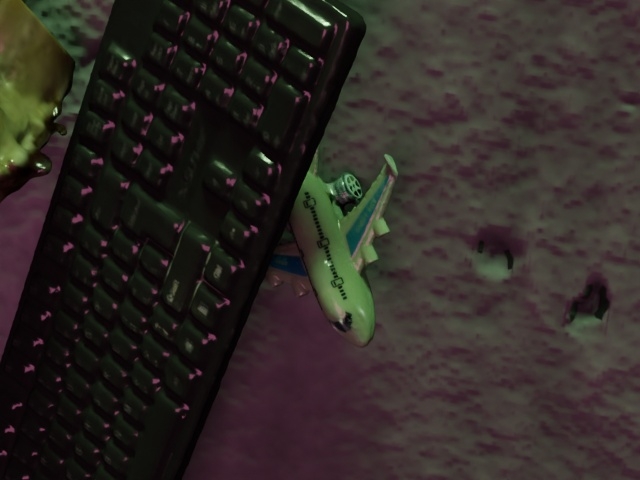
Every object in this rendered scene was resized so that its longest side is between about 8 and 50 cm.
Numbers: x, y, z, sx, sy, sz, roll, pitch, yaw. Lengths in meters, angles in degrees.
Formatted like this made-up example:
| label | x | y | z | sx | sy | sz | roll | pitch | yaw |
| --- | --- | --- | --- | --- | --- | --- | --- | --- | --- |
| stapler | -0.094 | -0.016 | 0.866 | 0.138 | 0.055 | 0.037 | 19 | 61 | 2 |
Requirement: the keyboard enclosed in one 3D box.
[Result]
| label | x | y | z | sx | sy | sz | roll | pitch | yaw |
| --- | --- | --- | --- | --- | --- | --- | --- | --- | --- |
| keyboard | -0.074 | 0.023 | 0.676 | 0.101 | 0.018 | 0.309 | 37 | 124 | 22 |

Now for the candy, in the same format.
| label | x | y | z | sx | sy | sz | roll | pitch | yaw |
| --- | --- | --- | --- | --- | --- | --- | --- | --- | --- |
| candy | -0.145 | -0.045 | 0.635 | 0.110 | 0.095 | 0.085 | -31 | 109 | 33 |

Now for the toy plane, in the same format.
| label | x | y | z | sx | sy | sz | roll | pitch | yaw |
| --- | --- | --- | --- | --- | --- | --- | --- | --- | --- |
| toy plane | 0.001 | 0.000 | 0.646 | 0.080 | 0.033 | 0.083 | -26 | 88 | 26 |
